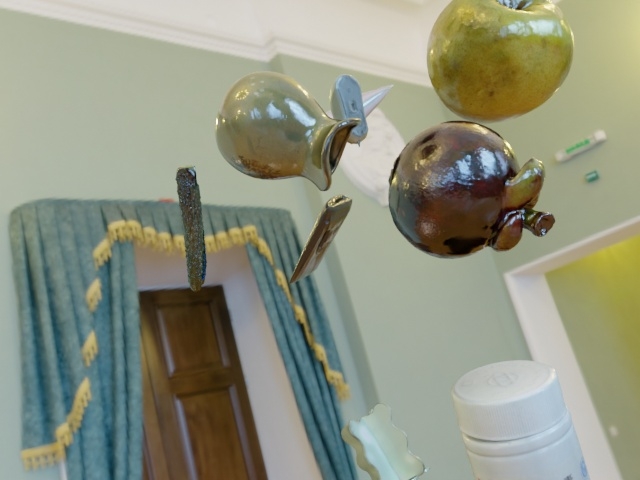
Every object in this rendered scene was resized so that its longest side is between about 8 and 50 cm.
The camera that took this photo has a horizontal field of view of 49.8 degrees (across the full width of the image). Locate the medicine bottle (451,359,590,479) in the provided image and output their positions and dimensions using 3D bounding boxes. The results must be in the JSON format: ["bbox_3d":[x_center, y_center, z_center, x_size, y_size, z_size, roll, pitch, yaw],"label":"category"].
[{"bbox_3d":[0.360,0.390,1.201,0.190,0.332,0.190,-18,4,1],"label":"medicine bottle"}]

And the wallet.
[{"bbox_3d":[0.000,0.000,1.791,0.245,0.052,0.168,-64,-13,22],"label":"wallet"}]

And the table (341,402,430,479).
[{"bbox_3d":[0.151,0.520,1.714,0.166,0.198,0.166,-29,-17,-10],"label":"table"}]

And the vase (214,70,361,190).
[{"bbox_3d":[-0.061,-0.227,1.587,0.302,0.241,0.329,23,-7,14],"label":"vase"}]

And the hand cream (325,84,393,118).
[{"bbox_3d":[0.054,-0.347,2.056,0.358,0.118,0.185,-40,15,-13],"label":"hand cream"}]

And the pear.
[{"bbox_3d":[0.374,-0.396,1.490,0.304,0.304,0.304,-15,-16,-4],"label":"pear"}]

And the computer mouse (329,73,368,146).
[{"bbox_3d":[0.068,-0.313,1.688,0.089,0.182,0.056,-13,-1,-35],"label":"computer mouse"}]

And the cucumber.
[{"bbox_3d":[-0.250,-0.021,1.355,0.044,0.257,0.043,5,18,23],"label":"cucumber"}]

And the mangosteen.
[{"bbox_3d":[0.237,-0.069,1.087,0.265,0.228,0.228,22,-4,20],"label":"mangosteen"}]
